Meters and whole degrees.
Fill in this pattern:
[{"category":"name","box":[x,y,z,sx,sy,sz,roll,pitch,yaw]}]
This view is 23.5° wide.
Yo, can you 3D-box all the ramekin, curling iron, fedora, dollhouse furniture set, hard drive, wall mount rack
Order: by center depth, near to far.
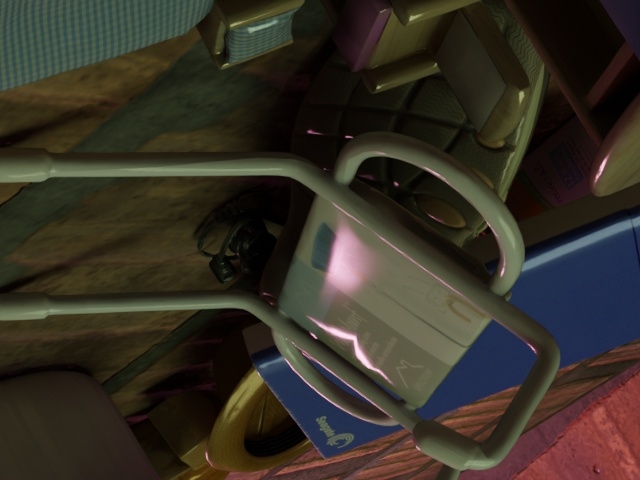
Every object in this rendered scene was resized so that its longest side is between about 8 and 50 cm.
[{"category":"dollhouse furniture set","box":[-0.020,-0.071,0.607,0.303,0.198,0.286,-22,162,-21]},{"category":"wall mount rack","box":[-0.034,0.043,0.877,0.130,0.304,0.350,-53,174,-26]},{"category":"curling iron","box":[0.000,0.000,1.125,0.068,0.035,0.274,-43,158,22]},{"category":"ramekin","box":[-0.254,0.213,1.171,0.277,0.135,0.277,-27,163,-9]},{"category":"hard drive","box":[0.121,0.066,1.192,0.319,0.040,0.210,-22,149,5]},{"category":"fedora","box":[-0.035,0.111,1.301,0.194,0.079,0.194,-29,148,-20]}]

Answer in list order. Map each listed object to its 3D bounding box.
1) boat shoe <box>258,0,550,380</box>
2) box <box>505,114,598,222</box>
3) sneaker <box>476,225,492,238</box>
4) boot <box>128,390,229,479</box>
[{"category":"boat shoe","box":[0.057,-0.052,0.963,0.130,0.132,0.355,-50,173,-38]},{"category":"box","box":[0.249,-0.050,1.250,0.103,0.114,0.203,-10,156,-47]},{"category":"sneaker","box":[0.132,0.014,1.382,0.119,0.047,0.057,-34,151,13]},{"category":"boot","box":[-0.189,0.239,1.408,0.295,0.104,0.211,-32,163,-2]}]
